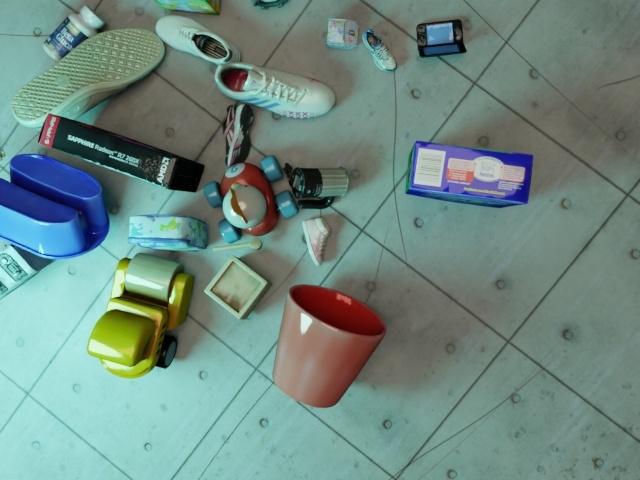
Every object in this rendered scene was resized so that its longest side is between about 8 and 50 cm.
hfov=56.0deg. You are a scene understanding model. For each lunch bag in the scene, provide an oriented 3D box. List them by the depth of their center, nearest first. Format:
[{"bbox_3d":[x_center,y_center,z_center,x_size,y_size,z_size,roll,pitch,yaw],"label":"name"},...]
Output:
[{"bbox_3d":[-0.411,-0.020,1.627,0.176,0.219,0.090,2,86,5],"label":"lunch bag"},{"bbox_3d":[0.060,-0.562,1.636,0.083,0.053,0.071,5,94,-3],"label":"lunch bag"}]

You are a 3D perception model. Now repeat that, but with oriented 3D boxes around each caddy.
[{"bbox_3d":[-0.753,-0.084,1.658,0.341,0.241,0.179,23,138,6],"label":"caddy"}]

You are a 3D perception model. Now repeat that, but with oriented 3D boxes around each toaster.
[{"bbox_3d":[-0.862,0.068,1.706,0.168,0.185,0.110,-33,102,11],"label":"toaster"}]

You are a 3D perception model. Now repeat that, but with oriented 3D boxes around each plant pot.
[{"bbox_3d":[0.003,0.283,1.582,0.275,0.275,0.243,23,104,5],"label":"plant pot"}]

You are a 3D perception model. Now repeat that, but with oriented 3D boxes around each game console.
[{"bbox_3d":[0.320,-0.535,1.596,0.122,0.071,0.107,-4,92,6],"label":"game console"}]

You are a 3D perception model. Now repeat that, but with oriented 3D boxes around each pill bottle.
[{"bbox_3d":[-0.691,-0.578,1.699,0.169,0.094,0.094,-44,87,6],"label":"pill bottle"}]

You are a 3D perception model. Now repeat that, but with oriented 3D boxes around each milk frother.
[{"bbox_3d":[-0.019,-0.168,1.643,0.135,0.129,0.143,-4,59,-27],"label":"milk frother"}]

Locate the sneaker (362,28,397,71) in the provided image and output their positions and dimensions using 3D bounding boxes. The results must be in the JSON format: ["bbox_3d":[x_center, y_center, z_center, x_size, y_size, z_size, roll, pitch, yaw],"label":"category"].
[{"bbox_3d":[0.157,-0.512,1.623,0.052,0.058,0.135,-39,88,7],"label":"sneaker"}]

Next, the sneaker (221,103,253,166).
[{"bbox_3d":[-0.241,-0.295,1.682,0.077,0.072,0.178,19,99,32],"label":"sneaker"}]

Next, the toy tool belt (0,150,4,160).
[{"bbox_3d":[-0.972,-0.271,1.766,0.052,0.051,0.083,-30,89,7],"label":"toy tool belt"}]

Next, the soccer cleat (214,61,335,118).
[{"bbox_3d":[-0.128,-0.402,1.617,0.331,0.143,0.116,12,94,6],"label":"soccer cleat"}]

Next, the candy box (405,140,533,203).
[{"bbox_3d":[0.349,-0.156,1.485,0.268,0.317,0.122,8,92,5],"label":"candy box"}]

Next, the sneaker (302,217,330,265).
[{"bbox_3d":[0.000,0.000,1.664,0.070,0.051,0.134,-16,86,12],"label":"sneaker"}]

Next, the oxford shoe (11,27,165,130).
[{"bbox_3d":[-0.643,-0.450,1.692,0.449,0.130,0.169,-34,82,-8],"label":"oxford shoe"}]

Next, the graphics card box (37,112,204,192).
[{"bbox_3d":[-0.525,-0.230,1.626,0.371,0.233,0.094,21,94,6],"label":"graphics card box"}]

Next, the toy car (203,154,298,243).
[{"bbox_3d":[-0.202,-0.111,1.589,0.219,0.238,0.210,-23,89,7],"label":"toy car"}]

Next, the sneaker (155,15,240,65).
[{"bbox_3d":[-0.342,-0.559,1.661,0.258,0.091,0.094,23,95,5],"label":"sneaker"}]

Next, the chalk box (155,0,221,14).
[{"bbox_3d":[-0.387,-0.708,1.643,0.213,0.132,0.132,10,94,7],"label":"chalk box"}]

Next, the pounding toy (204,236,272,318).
[{"bbox_3d":[-0.223,0.084,1.678,0.181,0.094,0.206,37,86,9],"label":"pounding toy"}]

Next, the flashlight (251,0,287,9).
[{"bbox_3d":[-0.154,-0.792,1.627,0.103,0.103,0.304,-7,93,10],"label":"flashlight"}]

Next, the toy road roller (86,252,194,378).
[{"bbox_3d":[-0.497,0.211,1.634,0.202,0.240,0.329,14,94,5],"label":"toy road roller"}]
